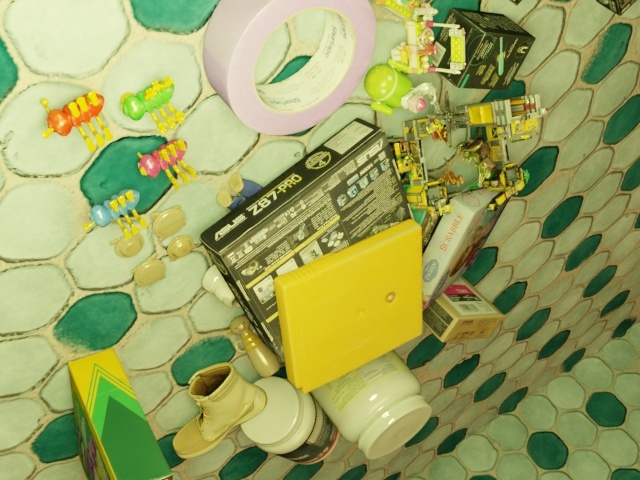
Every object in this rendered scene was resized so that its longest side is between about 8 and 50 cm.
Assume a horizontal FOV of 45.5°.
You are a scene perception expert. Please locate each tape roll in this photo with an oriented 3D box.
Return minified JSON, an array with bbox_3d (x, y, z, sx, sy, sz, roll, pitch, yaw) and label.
[{"bbox_3d":[-0.047,-0.307,1.225,0.274,0.090,0.275,-26,145,-20],"label":"tape roll"}]

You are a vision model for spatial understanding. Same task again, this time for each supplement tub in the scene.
[{"bbox_3d":[-0.077,0.470,1.994,0.191,0.191,0.272,-41,146,2],"label":"supplement tub"},{"bbox_3d":[0.101,0.354,1.906,0.235,0.325,0.235,-27,147,-20],"label":"supplement tub"}]

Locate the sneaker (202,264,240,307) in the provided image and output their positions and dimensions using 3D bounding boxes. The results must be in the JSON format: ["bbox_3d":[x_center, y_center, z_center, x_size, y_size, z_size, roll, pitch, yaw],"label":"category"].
[{"bbox_3d":[-0.126,0.101,1.590,0.232,0.115,0.090,-9,135,-37],"label":"sneaker"}]

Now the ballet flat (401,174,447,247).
[{"bbox_3d":[0.161,0.056,1.797,0.182,0.164,0.483,-10,135,-56],"label":"ballet flat"}]

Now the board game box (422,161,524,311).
[{"bbox_3d":[0.351,-0.014,1.872,0.318,0.066,0.319,-33,152,-48],"label":"board game box"}]

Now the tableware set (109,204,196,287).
[{"bbox_3d":[-0.300,0.012,1.409,0.141,0.020,0.169,-33,144,-14],"label":"tableware set"}]

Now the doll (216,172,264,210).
[{"bbox_3d":[-0.108,-0.075,1.470,0.129,0.046,0.189,-49,145,15],"label":"doll"}]

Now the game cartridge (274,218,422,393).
[{"bbox_3d":[0.066,0.134,1.524,0.323,0.052,0.285,-22,127,-24],"label":"game cartridge"}]

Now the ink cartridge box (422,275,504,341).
[{"bbox_3d":[0.356,0.178,2.072,0.234,0.193,0.088,2,126,-46],"label":"ink cartridge box"}]

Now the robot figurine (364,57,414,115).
[{"bbox_3d":[0.128,-0.289,1.430,0.115,0.067,0.101,13,103,-50],"label":"robot figurine"}]

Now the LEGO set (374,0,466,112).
[{"bbox_3d":[0.172,-0.362,1.314,0.132,0.107,0.287,-50,136,-23],"label":"LEGO set"}]

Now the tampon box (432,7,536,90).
[{"bbox_3d":[0.311,-0.370,1.482,0.161,0.101,0.120,-7,135,-40],"label":"tampon box"}]

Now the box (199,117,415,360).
[{"bbox_3d":[0.000,0.000,1.490,0.395,0.097,0.318,-39,130,-15],"label":"box"}]

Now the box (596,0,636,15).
[{"bbox_3d":[0.650,-0.586,1.580,0.180,0.077,0.147,-44,146,6],"label":"box"}]

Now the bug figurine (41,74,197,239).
[{"bbox_3d":[-0.303,-0.142,1.183,0.216,0.072,0.279,-32,141,-22],"label":"bug figurine"}]

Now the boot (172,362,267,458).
[{"bbox_3d":[-0.275,0.405,1.819,0.262,0.095,0.203,-32,142,2],"label":"boot"}]

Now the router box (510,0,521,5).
[{"bbox_3d":[0.393,-0.545,1.410,0.179,0.046,0.133,-47,146,10],"label":"router box"}]

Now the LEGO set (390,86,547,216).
[{"bbox_3d":[0.329,-0.181,1.566,0.331,0.192,0.255,-6,97,-29],"label":"LEGO set"}]

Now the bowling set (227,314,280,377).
[{"bbox_3d":[-0.049,0.165,1.656,0.287,0.154,0.200,-34,177,-15],"label":"bowling set"}]

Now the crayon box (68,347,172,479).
[{"bbox_3d":[-0.406,0.454,1.550,0.106,0.313,0.363,-15,140,-27],"label":"crayon box"}]
